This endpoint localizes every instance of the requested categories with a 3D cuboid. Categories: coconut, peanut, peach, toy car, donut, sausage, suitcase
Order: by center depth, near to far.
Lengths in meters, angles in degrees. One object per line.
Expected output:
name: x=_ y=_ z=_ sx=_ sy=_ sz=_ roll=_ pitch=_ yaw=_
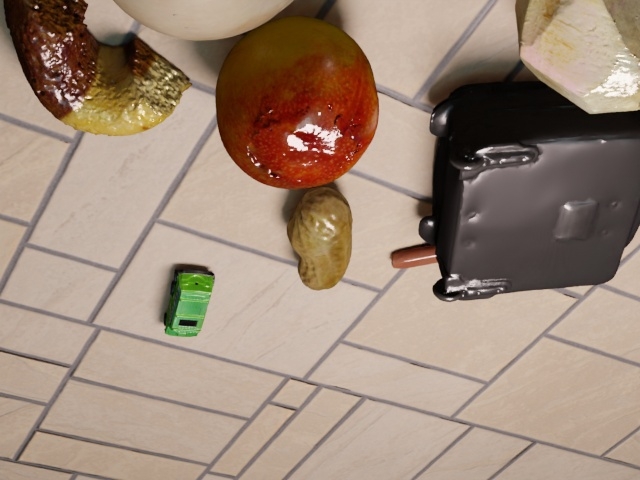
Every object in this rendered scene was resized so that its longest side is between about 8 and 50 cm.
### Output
coconut: x=0.369 y=-0.290 z=1.305 sx=0.197 sy=0.237 sz=0.237 roll=-30 pitch=153 yaw=-42
donut: x=-0.326 y=-0.224 z=1.320 sx=0.151 sy=0.112 sz=0.295 roll=-35 pitch=129 yaw=23
peach: x=-0.031 y=-0.183 z=1.328 sx=0.231 sy=0.231 sz=0.231 roll=-4 pitch=136 yaw=-4
suitcase: x=0.333 y=-0.075 z=1.520 sx=0.339 sy=0.188 sz=0.345 roll=-3 pitch=135 yaw=-3
peanut: x=0.000 y=0.000 z=1.618 sx=0.108 sy=0.095 sz=0.226 roll=6 pitch=141 yaw=8
sausage: x=0.194 y=0.024 z=1.715 sx=0.147 sy=0.030 sz=0.035 roll=-12 pitch=137 yaw=4
toy car: x=-0.230 y=0.118 z=1.726 sx=0.071 sy=0.062 sz=0.165 roll=7 pitch=135 yaw=-16

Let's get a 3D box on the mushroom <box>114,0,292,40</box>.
mushroom: x=-0.127 y=-0.398 z=1.042 sx=0.294 sy=0.362 sz=0.362 roll=26 pitch=138 yaw=17
